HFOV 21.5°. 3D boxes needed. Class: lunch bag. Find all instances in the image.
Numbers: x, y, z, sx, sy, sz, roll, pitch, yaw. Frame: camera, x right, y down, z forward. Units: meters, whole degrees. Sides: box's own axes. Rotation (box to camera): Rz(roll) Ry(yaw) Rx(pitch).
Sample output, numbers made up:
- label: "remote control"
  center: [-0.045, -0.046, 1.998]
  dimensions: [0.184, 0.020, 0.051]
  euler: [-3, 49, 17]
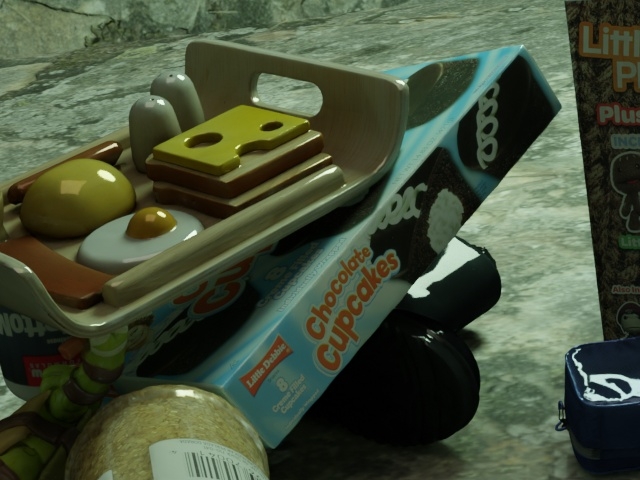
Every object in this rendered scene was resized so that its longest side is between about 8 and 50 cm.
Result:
- label: "lunch bag"
  center: [0.191, 0.103, 1.028]
  dimensions: [0.098, 0.065, 0.067]
  euler: [-7, 33, 3]

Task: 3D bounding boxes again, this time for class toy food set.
- label: "toy food set"
  center: [-0.122, -0.054, 1.051]
  dimensions: [0.306, 0.092, 0.220]
  euler: [-30, 31, -36]

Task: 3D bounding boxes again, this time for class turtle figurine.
- label: "turtle figurine"
  center: [-0.189, 0.142, 1.024]
  dimensions: [0.269, 0.087, 0.217]
  euler: [-39, 9, 37]

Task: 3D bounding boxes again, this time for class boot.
- label: "boot"
  center: [0.065, 0.054, 1.197]
  dimensions: [0.246, 0.094, 0.207]
  euler: [0, 22, 47]

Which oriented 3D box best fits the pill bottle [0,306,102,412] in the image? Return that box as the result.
- label: "pill bottle"
  center: [-0.175, 0.056, 1.175]
  dimensions: [0.108, 0.180, 0.108]
  euler: [-9, 17, 3]

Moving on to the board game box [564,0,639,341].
- label: "board game box"
  center: [0.287, -0.085, 1.198]
  dimensions: [0.141, 0.291, 0.232]
  euler: [0, 19, 28]

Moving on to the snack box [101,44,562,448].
- label: "snack box"
  center: [0.000, 0.000, 1.121]
  dimensions: [0.322, 0.060, 0.187]
  euler: [-48, 24, -26]

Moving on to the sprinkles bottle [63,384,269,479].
- label: "sprinkles bottle"
  center: [-0.058, 0.182, 0.809]
  dimensions: [0.121, 0.121, 0.355]
  euler: [-11, 17, -7]
